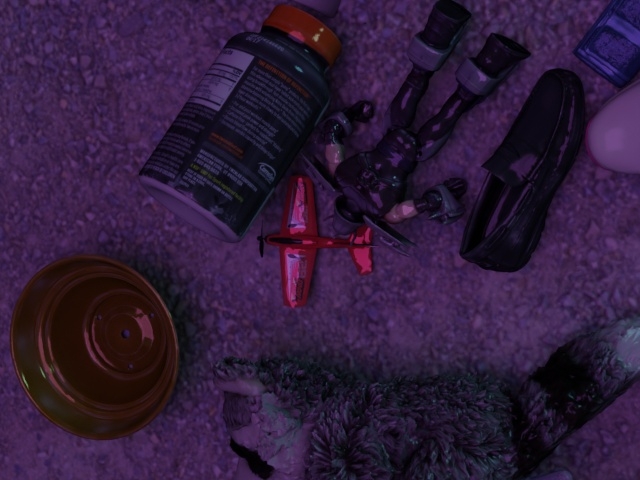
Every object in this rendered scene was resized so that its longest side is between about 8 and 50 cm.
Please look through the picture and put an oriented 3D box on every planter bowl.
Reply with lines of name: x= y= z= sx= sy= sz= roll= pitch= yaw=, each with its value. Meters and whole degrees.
planter bowl: x=-0.246 y=0.116 z=1.564 sx=0.217 sy=0.090 sz=0.217 roll=3 pitch=99 yaw=19

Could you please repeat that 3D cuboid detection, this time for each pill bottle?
pill bottle: x=-0.075 y=-0.130 z=1.421 sx=0.130 sy=0.130 sz=0.245 roll=30 pitch=79 yaw=13

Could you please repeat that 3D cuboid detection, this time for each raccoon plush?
raccoon plush: x=0.102 y=0.158 z=1.444 sx=0.446 sy=0.216 sz=0.299 roll=-36 pitch=69 yaw=-9

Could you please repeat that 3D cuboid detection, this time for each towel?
towel: x=0.317 y=-0.218 z=1.355 sx=0.067 sy=0.029 sz=0.119 roll=39 pitch=108 yaw=9

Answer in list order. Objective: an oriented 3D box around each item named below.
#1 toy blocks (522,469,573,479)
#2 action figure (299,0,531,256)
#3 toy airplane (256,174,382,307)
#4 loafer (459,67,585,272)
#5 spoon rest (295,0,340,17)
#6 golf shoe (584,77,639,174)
toy blocks: x=0.328 y=0.306 z=1.252 sx=0.309 sy=0.288 sz=0.260 roll=39 pitch=115 yaw=-7
action figure: x=0.095 y=-0.108 z=1.414 sx=0.185 sy=0.099 sz=0.285 roll=38 pitch=110 yaw=6
toy airplane: x=0.000 y=0.000 z=1.496 sx=0.151 sy=0.028 sz=0.151 roll=0 pitch=91 yaw=18
loafer: x=0.207 y=-0.072 z=1.379 sx=0.076 sy=0.078 sz=0.223 roll=40 pitch=116 yaw=53
spoon rest: x=-0.109 y=-0.317 z=1.461 sx=0.276 sy=0.084 sz=0.137 roll=22 pitch=104 yaw=14
golf shoe: x=0.399 y=-0.126 z=1.281 sx=0.306 sy=0.140 sz=0.115 roll=-13 pitch=96 yaw=21
